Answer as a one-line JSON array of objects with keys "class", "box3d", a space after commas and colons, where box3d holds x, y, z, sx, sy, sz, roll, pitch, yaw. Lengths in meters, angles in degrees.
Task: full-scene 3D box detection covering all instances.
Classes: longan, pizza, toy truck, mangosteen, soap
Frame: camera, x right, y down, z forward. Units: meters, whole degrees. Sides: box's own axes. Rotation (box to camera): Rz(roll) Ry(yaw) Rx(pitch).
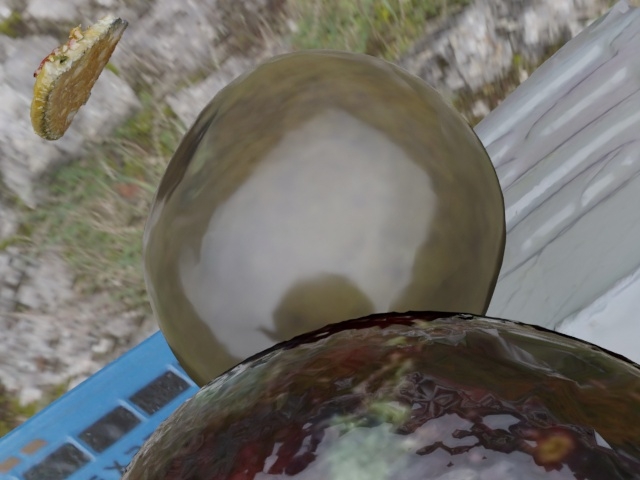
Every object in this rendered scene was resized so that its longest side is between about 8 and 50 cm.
[{"class": "longan", "box3d": [0.000, 0.000, 0.804, 0.167, 0.187, 0.167, 9, 115, 19]}, {"class": "pizza", "box3d": [-0.134, -0.093, 0.952, 0.025, 0.083, 0.078, 32, 65, 5]}, {"class": "toy truck", "box3d": [-0.130, 0.182, 1.273, 0.162, 0.385, 0.161, 38, 132, 16]}, {"class": "mangosteen", "box3d": [0.033, 0.161, 0.566, 0.288, 0.288, 0.288, -2, 81, 10]}, {"class": "soap", "box3d": [0.218, 0.043, 1.375, 0.350, 0.435, 0.213, -39, 110, 19]}]
